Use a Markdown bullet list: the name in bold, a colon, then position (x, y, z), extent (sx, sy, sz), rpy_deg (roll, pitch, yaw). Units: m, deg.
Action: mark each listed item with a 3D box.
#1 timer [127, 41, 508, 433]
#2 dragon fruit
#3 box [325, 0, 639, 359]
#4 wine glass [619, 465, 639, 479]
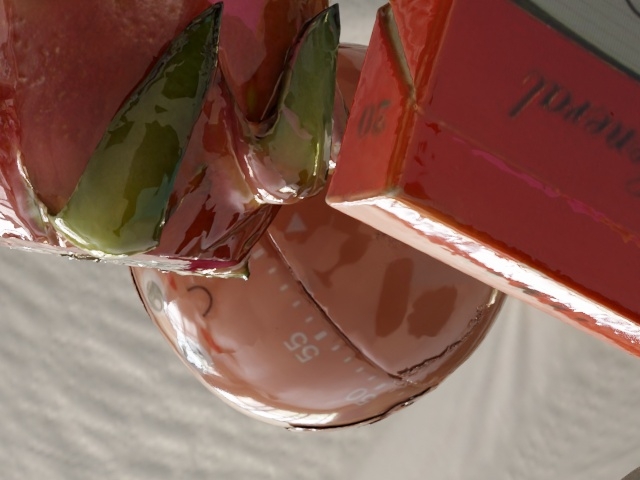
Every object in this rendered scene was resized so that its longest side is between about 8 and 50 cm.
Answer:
- **timer**: position (0.000, 0.000, 1.067), extent (0.215, 0.229, 0.230), rpy_deg (-40, -44, 21)
- **dragon fruit**: position (-0.081, -0.092, 0.780), extent (0.224, 0.224, 0.227), rpy_deg (2, -84, -26)
- **box**: position (0.094, -0.098, 0.517), extent (0.139, 0.035, 0.245), rpy_deg (25, -104, -33)
- **wine glass**: position (0.078, 0.149, 0.493), extent (0.321, 0.143, 0.143), rpy_deg (-35, -42, 27)
